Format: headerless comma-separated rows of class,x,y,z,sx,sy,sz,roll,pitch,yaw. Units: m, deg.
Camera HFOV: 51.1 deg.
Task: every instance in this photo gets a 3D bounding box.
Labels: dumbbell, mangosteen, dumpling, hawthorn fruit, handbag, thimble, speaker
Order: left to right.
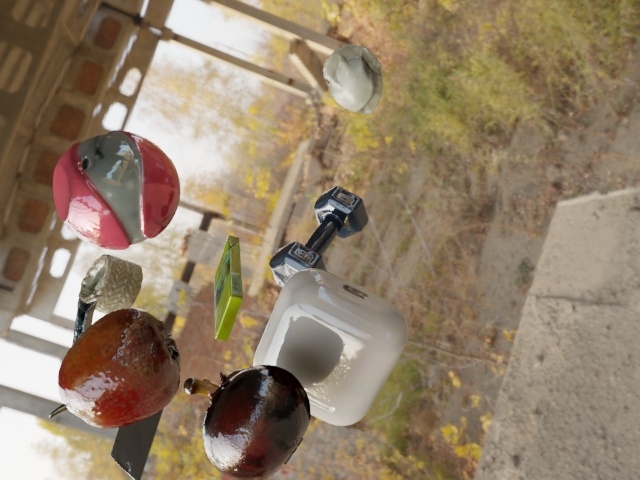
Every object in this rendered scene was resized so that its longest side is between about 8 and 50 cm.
handbag,-0.697,0.289,1.941,0.144,0.057,0.221,-150,72,-72
thimble,-0.730,0.154,2.319,0.229,0.148,0.195,-10,59,49
hawthorn fruit,-0.525,0.339,1.682,0.369,0.284,0.285,-38,7,-3
speaker,-0.479,-0.126,1.604,0.294,0.294,0.294,-160,90,-83
mangosteen,-0.156,0.345,1.339,0.235,0.261,0.235,-56,-7,-11
dumbbell,0.000,0.000,1.815,0.160,0.144,0.324,-23,26,49
dumpling,0.091,-0.409,1.705,0.150,0.176,0.092,-41,5,18

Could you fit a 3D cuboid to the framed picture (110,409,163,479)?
framed picture,-0.531,0.516,1.978,0.244,0.013,0.323,6,76,54

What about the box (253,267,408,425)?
box,0.015,0.237,1.463,0.141,0.289,0.348,-59,-7,-56

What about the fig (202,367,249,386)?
fig,-0.258,0.491,2.119,0.207,0.175,0.175,-20,43,41

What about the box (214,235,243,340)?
box,-0.307,0.151,2.217,0.335,0.047,0.187,-103,30,-55
